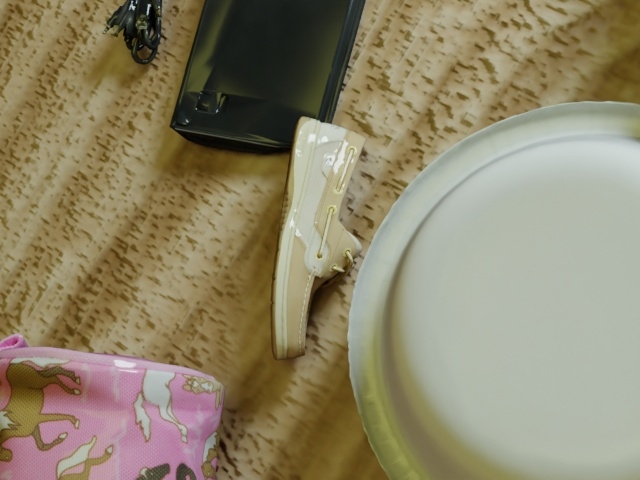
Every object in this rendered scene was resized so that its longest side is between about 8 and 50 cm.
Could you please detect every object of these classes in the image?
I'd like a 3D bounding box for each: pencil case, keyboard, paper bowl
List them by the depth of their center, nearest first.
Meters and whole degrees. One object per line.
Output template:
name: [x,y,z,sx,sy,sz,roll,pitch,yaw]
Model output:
paper bowl: [0.153,0.056,0.649,0.284,0.148,0.284,-6,74,20]
pencil case: [-0.156,0.256,0.701,0.160,0.167,0.386,-15,66,51]
keyboard: [-0.052,-0.224,0.871,0.201,0.033,0.317,12,78,17]

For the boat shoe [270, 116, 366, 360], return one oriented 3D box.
boat shoe: [0.000,0.000,0.769,0.059,0.063,0.170,8,82,-2]
